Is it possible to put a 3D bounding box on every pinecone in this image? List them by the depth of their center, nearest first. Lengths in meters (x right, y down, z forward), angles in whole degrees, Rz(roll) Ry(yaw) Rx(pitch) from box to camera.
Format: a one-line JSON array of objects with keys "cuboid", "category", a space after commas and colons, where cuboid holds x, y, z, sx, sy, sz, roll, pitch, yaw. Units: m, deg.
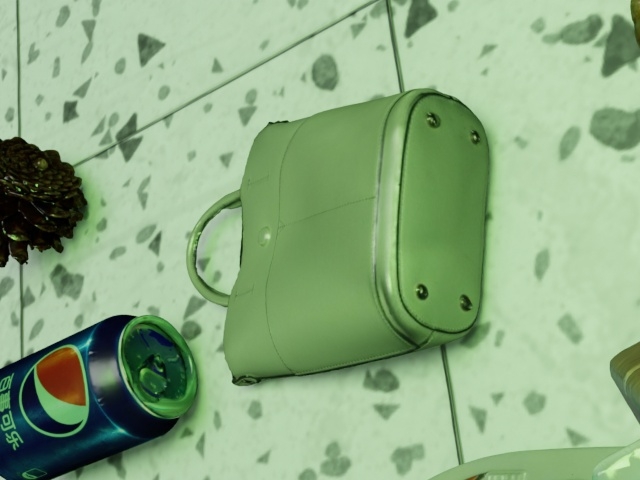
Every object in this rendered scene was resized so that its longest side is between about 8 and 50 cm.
[{"cuboid": [-0.308, -0.037, 1.304, 0.140, 0.140, 0.121, 42, 114, 41], "category": "pinecone"}]

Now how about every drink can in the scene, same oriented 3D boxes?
[{"cuboid": [-0.214, 0.143, 1.167, 0.205, 0.118, 0.118, -25, 60, 30], "category": "drink can"}]

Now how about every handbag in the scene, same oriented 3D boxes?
[{"cuboid": [0.000, 0.000, 1.082, 0.315, 0.109, 0.241, -14, 64, 51], "category": "handbag"}]

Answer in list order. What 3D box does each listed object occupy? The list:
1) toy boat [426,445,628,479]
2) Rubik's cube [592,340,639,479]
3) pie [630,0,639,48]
[{"cuboid": [0.151, 0.202, 0.853, 0.295, 0.088, 0.129, -8, 69, 38], "category": "toy boat"}, {"cuboid": [0.325, 0.125, 0.568, 0.358, 0.368, 0.387, -32, 53, 7], "category": "Rubik's cube"}, {"cuboid": [0.303, -0.175, 0.892, 0.195, 0.046, 0.195, -16, 64, 34], "category": "pie"}]
